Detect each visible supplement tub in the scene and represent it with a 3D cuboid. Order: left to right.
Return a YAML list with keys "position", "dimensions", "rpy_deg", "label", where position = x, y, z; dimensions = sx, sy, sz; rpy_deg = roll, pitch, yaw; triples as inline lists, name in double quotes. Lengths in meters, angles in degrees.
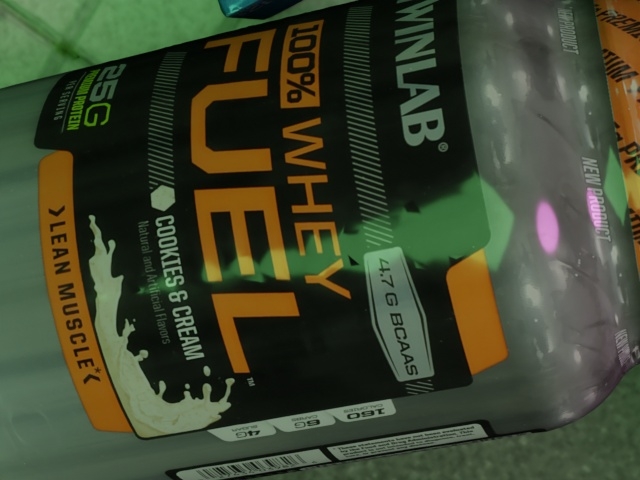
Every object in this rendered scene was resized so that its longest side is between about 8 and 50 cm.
- position: [0.000, 0.000, 0.563]
  dimensions: [0.316, 0.193, 0.193]
  rpy_deg: [-12, 96, 13]
  label: "supplement tub"

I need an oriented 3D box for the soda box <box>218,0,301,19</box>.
- position: [0.041, -0.176, 0.589]
  dimensions: [0.210, 0.071, 0.067]
  rpy_deg: [-25, 92, 14]
  label: "soda box"
